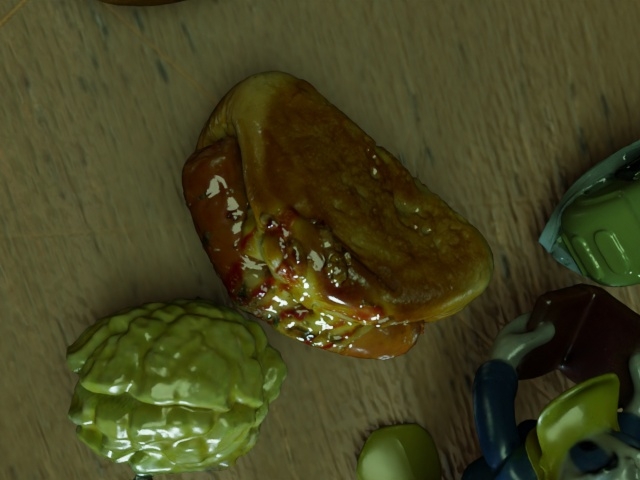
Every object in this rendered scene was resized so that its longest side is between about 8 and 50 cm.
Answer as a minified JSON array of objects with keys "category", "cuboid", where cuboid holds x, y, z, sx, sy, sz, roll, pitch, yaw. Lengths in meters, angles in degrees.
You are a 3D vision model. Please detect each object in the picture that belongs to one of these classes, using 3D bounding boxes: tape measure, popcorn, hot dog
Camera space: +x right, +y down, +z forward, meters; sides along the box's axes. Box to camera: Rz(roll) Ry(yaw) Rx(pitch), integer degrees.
[{"category":"tape measure","cuboid":[0.277,-0.035,1.014,0.200,0.175,0.106,-27,97,2]},{"category":"popcorn","cuboid":[-0.121,0.121,0.988,0.173,0.173,0.142,-21,77,-4]},{"category":"hot dog","cuboid":[0.000,0.000,0.975,0.257,0.150,0.153,40,58,-11]}]

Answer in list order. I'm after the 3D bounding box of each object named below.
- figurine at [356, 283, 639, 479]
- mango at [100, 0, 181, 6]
[{"category":"figurine","cuboid":[0.192,0.174,0.947,0.204,0.338,0.283,31,82,-13]},{"category":"mango","cuboid":[-0.114,-0.268,0.949,0.236,0.136,0.166,-24,114,-9]}]
